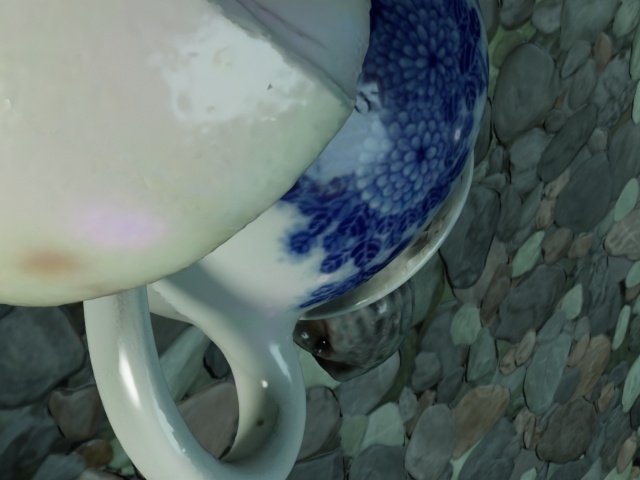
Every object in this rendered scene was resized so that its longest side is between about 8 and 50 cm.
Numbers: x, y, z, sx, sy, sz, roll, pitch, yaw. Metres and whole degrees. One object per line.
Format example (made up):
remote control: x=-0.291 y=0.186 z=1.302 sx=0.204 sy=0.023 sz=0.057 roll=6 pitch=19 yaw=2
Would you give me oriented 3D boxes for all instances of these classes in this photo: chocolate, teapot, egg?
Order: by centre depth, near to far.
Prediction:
egg: x=-0.141 y=-0.093 z=0.521 sx=0.206 sy=0.271 sz=0.162 roll=-56 pitch=142 yaw=-1
teapot: x=-0.021 y=-0.060 z=0.719 sx=0.280 sy=0.252 sz=0.424 roll=46 pitch=45 yaw=-41
chocolate: x=0.000 y=0.000 z=0.921 sx=0.110 sy=0.110 sz=0.248 roll=-45 pitch=141 yaw=-21
